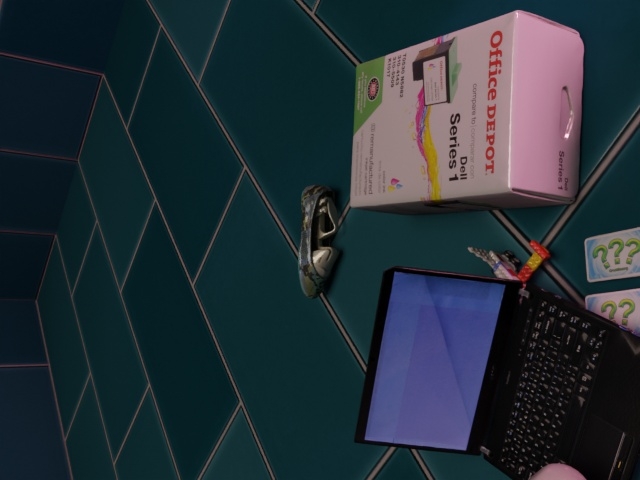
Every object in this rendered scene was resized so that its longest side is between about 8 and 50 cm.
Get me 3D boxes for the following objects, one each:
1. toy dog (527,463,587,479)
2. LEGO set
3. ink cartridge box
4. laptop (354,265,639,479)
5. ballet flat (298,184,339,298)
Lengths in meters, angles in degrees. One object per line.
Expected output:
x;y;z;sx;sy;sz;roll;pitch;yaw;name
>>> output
0.268;0.369;0.595;0.334;0.161;0.220;34;117;42;toy dog
0.249;0.088;0.781;0.244;0.060;0.182;-15;70;54;LEGO set
0.168;-0.141;0.868;0.278;0.117;0.201;-2;84;54;ink cartridge box
0.185;0.171;0.744;0.264;0.137;0.234;30;120;47;laptop
0.000;0.000;1.142;0.070;0.070;0.188;-9;82;54;ballet flat
